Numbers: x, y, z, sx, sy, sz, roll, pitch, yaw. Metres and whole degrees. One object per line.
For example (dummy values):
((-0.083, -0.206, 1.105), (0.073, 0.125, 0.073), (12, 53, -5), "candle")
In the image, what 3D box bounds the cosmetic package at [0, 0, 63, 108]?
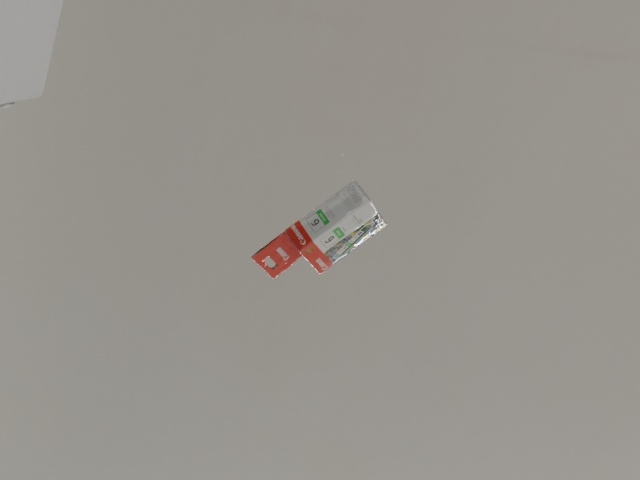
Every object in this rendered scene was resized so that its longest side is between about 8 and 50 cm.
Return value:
((-0.209, -0.204, 0.674), (0.085, 0.117, 0.231), (20, -75, 6), "cosmetic package")

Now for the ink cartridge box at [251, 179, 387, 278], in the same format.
((0.000, 0.000, 0.957), (0.115, 0.063, 0.029), (-37, -117, 2), "ink cartridge box")
